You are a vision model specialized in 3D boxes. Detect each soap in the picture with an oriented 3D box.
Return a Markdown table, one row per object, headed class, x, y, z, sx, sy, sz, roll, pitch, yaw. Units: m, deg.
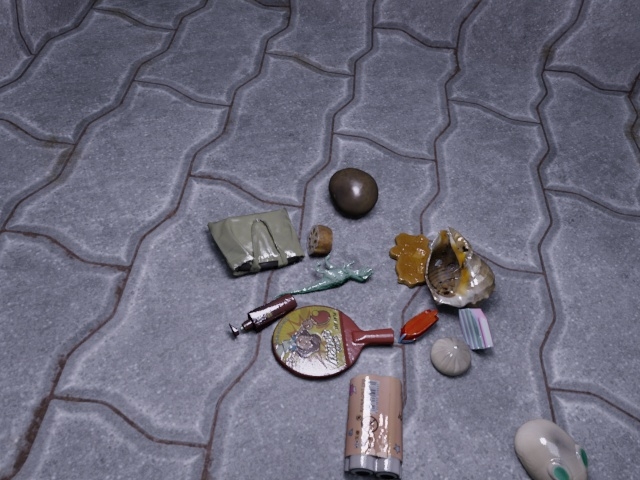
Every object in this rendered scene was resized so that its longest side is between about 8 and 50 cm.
| class | x | y | z | sx | sy | sz | roll | pitch | yaw |
| --- | --- | --- | --- | --- | --- | --- | --- | --- | --- |
| soap | 0.539 | 0.304 | 1.822 | 0.056 | 0.100 | 0.148 | -8 | 78 | -21 |

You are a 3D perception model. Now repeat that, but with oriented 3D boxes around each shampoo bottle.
| class | x | y | z | sx | sy | sz | roll | pitch | yaw |
| --- | --- | --- | --- | --- | --- | --- | --- | --- | --- |
| shampoo bottle | -0.193 | 0.255 | 1.771 | 0.237 | 0.067 | 0.068 | -28 | 64 | -25 |

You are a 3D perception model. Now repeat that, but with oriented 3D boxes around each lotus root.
| class | x | y | z | sx | sy | sz | roll | pitch | yaw |
| --- | --- | --- | --- | --- | --- | --- | --- | --- | --- |
| lotus root | 0.001 | -0.002 | 1.976 | 0.081 | 0.112 | 0.122 | 6 | 50 | -13 |

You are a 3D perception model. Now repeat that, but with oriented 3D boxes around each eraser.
| class | x | y | z | sx | sy | sz | roll | pitch | yaw |
| --- | --- | --- | --- | --- | --- | --- | --- | --- | --- |
| eraser | 0.166 | 0.555 | 1.578 | 0.171 | 0.087 | 0.290 | 7 | 50 | 0 |

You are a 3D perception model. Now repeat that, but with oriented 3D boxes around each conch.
| class | x | y | z | sx | sy | sz | roll | pitch | yaw |
| --- | --- | --- | --- | --- | --- | --- | --- | --- | --- |
| conch | 0.482 | 0.120 | 1.903 | 0.263 | 0.186 | 0.323 | -25 | 84 | -25 |

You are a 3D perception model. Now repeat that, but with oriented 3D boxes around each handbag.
| class | x | y | z | sx | sy | sz | roll | pitch | yaw |
| --- | --- | --- | --- | --- | --- | --- | --- | --- | --- |
| handbag | -0.234 | -0.003 | 1.945 | 0.316 | 0.109 | 0.253 | -11 | 58 | -24 |

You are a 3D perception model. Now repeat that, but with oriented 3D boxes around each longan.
| class | x | y | z | sx | sy | sz | roll | pitch | yaw |
| --- | --- | --- | --- | --- | --- | --- | --- | --- | --- |
| longan | 0.133 | -0.197 | 2.108 | 0.212 | 0.198 | 0.198 | 37 | 56 | 22 |

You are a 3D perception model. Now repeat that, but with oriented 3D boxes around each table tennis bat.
| class | x | y | z | sx | sy | sz | roll | pitch | yaw |
| --- | --- | --- | --- | --- | --- | --- | --- | --- | --- |
| table tennis bat | 0.043 | 0.336 | 1.759 | 0.416 | 0.051 | 0.267 | -2 | 52 | -7 |

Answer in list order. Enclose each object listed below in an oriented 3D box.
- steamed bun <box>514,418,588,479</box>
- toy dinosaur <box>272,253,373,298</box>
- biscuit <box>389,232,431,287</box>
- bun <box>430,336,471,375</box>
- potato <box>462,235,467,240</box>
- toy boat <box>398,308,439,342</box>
| class | x | y | z | sx | sy | sz | roll | pitch | yaw |
| --- | --- | --- | --- | --- | --- | --- | --- | --- | --- |
| steamed bun | 0.697 | 0.640 | 1.561 | 0.177 | 0.130 | 0.228 | -16 | 54 | -21 |
| toy dinosaur | 0.000 | 0.117 | 1.904 | 0.384 | 0.076 | 0.129 | -12 | 74 | -8 |
| biscuit | 0.358 | 0.076 | 2.018 | 0.185 | 0.035 | 0.248 | 4 | 52 | -4 |
| bun | 0.445 | 0.380 | 1.754 | 0.139 | 0.094 | 0.138 | 6 | 52 | -8 |
| potato | 0.524 | 0.026 | 2.060 | 0.138 | 0.070 | 0.092 | -34 | 63 | -30 |
| toy boat | 0.339 | 0.303 | 1.822 | 0.173 | 0.058 | 0.069 | -32 | 62 | -21 |
